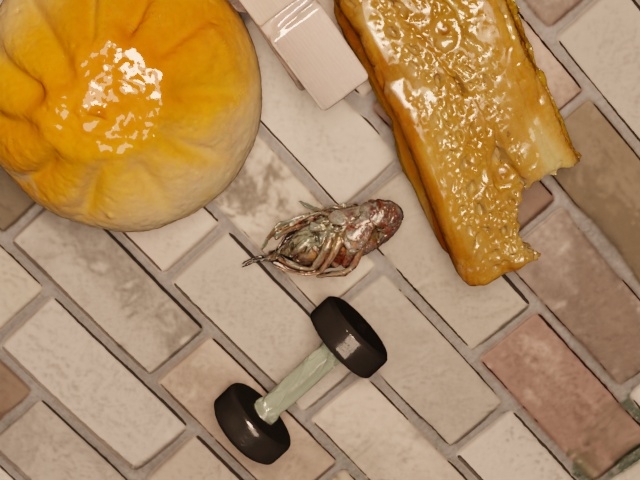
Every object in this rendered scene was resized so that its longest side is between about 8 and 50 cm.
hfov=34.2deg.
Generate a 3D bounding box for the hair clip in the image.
[{"bbox_3d":[-0.067,-0.271,0.989,0.085,0.101,0.331,-39,122,1],"label":"hair clip"}]

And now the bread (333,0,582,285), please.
[{"bbox_3d":[0.158,-0.144,1.097,0.185,0.109,0.380,-25,106,0],"label":"bread"}]

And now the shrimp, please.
[{"bbox_3d":[0.000,0.000,1.151,0.190,0.075,0.073,-14,138,12],"label":"shrimp"}]

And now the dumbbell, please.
[{"bbox_3d":[-0.023,0.159,1.176,0.191,0.100,0.100,-43,103,10],"label":"dumbbell"}]

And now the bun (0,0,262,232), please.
[{"bbox_3d":[-0.209,-0.144,1.051,0.299,0.165,0.299,0,104,-1],"label":"bun"}]
